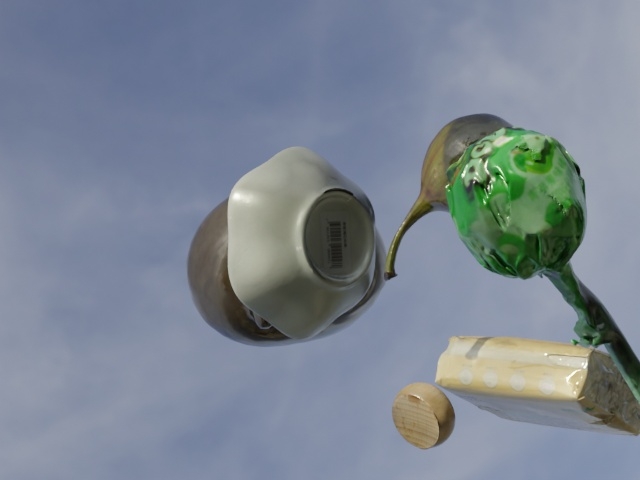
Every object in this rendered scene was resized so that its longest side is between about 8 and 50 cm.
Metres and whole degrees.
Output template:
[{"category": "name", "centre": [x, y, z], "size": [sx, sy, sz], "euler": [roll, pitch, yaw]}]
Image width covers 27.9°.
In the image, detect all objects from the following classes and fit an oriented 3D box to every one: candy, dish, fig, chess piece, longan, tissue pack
[{"category": "candy", "centre": [0.194, 0.066, 0.879], "size": [0.097, 0.097, 0.323], "euler": [-38, -78, -12]}, {"category": "dish", "centre": [0.000, 0.000, 1.240], "size": [0.190, 0.066, 0.191], "euler": [4, -96, -40]}, {"category": "fig", "centre": [0.148, -0.048, 1.533], "size": [0.236, 0.124, 0.124], "euler": [-46, -39, 11]}, {"category": "chess piece", "centre": [0.128, 0.218, 1.603], "size": [0.038, 0.083, 0.084], "euler": [-26, -44, -41]}, {"category": "longan", "centre": [-0.050, 0.036, 1.885], "size": [0.300, 0.300, 0.243], "euler": [-26, -71, -24]}, {"category": "tissue pack", "centre": [0.283, 0.183, 1.641], "size": [0.186, 0.222, 0.090], "euler": [31, -113, -46]}]
